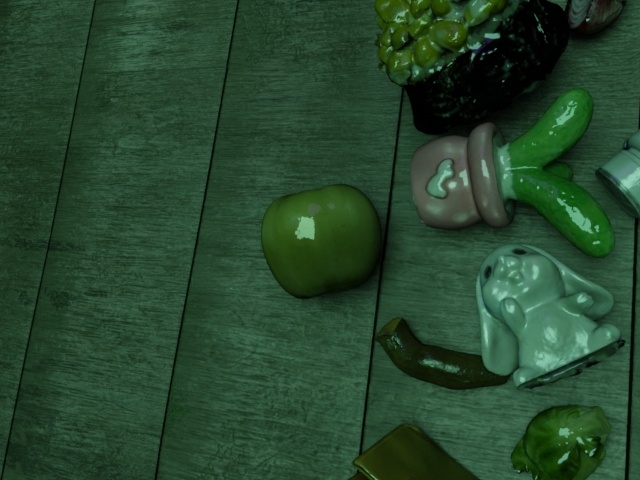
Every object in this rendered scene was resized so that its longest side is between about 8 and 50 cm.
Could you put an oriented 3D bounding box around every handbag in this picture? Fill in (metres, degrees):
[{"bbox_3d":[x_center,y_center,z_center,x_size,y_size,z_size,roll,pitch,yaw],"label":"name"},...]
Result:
[{"bbox_3d":[0.239,0.517,1.159,0.401,0.283,0.133,37,99,23],"label":"handbag"}]

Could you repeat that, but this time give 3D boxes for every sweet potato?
[{"bbox_3d":[0.243,0.238,1.323,0.286,0.085,0.112,14,81,25],"label":"sweet potato"}]

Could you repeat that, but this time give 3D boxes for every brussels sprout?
[{"bbox_3d":[0.447,0.376,1.206,0.181,0.101,0.139,-51,48,25],"label":"brussels sprout"}]

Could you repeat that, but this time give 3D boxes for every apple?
[{"bbox_3d":[0.000,0.000,1.389,0.263,0.262,0.262,-5,78,22],"label":"apple"}]

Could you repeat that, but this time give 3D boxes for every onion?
[{"bbox_3d":[0.575,-0.513,1.330,0.099,0.151,0.205,15,97,-8],"label":"onion"}]

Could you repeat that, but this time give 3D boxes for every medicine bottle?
[{"bbox_3d":[0.652,-0.167,1.197,0.258,0.143,0.143,-40,67,10],"label":"medicine bottle"}]

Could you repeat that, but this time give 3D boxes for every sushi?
[{"bbox_3d":[0.282,-0.419,1.275,0.329,0.285,0.327,-11,40,38],"label":"sushi"}]

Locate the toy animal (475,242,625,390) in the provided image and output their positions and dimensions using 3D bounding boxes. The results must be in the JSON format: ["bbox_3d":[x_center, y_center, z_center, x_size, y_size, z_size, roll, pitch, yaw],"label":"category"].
[{"bbox_3d":[0.422,0.137,1.223,0.249,0.174,0.289,-8,69,18],"label":"toy animal"}]

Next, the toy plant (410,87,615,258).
[{"bbox_3d":[0.367,-0.107,1.274,0.357,0.211,0.316,-7,84,22],"label":"toy plant"}]
